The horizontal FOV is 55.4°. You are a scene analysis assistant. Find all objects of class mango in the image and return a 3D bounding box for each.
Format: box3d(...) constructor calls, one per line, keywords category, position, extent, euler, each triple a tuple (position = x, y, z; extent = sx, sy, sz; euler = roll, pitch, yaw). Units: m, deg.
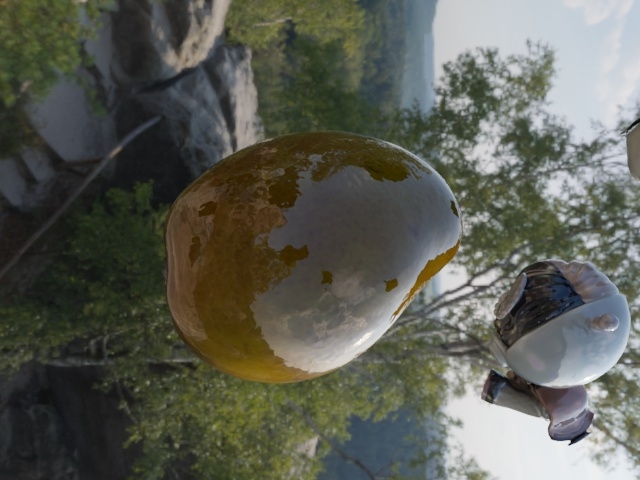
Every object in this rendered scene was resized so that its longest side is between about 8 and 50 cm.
box3d(category="mango", position=(0.000, 0.000, 0.677), extent=(0.264, 0.378, 0.221), euler=(53, -34, 24))

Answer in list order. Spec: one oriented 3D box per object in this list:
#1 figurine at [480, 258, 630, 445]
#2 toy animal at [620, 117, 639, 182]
box3d(category="figurine", position=(0.450, 0.194, 1.141), extent=(0.211, 0.253, 0.361), euler=(36, -33, 40))
box3d(category="toy animal", position=(0.701, -0.196, 1.140), extent=(0.154, 0.325, 0.208), euler=(61, -14, 11))
